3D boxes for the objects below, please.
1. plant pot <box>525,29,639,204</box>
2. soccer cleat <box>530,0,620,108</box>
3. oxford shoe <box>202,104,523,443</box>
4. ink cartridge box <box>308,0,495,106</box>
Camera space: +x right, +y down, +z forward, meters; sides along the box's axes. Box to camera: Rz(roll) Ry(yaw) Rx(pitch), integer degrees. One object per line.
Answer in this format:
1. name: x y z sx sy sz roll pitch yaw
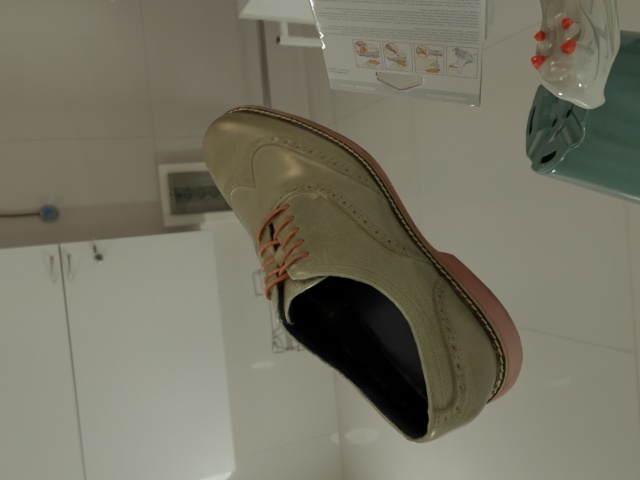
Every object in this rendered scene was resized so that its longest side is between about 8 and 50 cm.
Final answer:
1. plant pot: 0.568 -0.204 0.903 0.334 0.341 0.341 11 -177 0
2. soccer cleat: 0.235 -0.209 0.470 0.076 0.196 0.068 27 161 -31
3. oxford shoe: 0.000 0.000 0.473 0.397 0.140 0.146 42 -149 24
4. ink cartridge box: 0.132 -0.360 0.870 0.296 0.066 0.261 14 151 23
